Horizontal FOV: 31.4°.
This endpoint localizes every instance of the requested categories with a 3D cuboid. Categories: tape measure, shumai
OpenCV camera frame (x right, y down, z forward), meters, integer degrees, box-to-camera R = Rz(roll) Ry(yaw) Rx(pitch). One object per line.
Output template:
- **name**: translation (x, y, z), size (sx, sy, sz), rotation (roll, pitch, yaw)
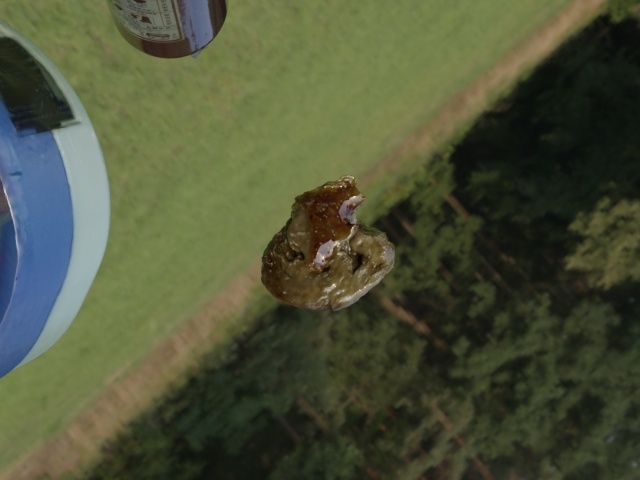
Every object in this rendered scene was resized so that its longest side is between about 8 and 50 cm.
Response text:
- **tape measure**: translation (-0.265, -0.029, 0.710), size (0.259, 0.262, 0.138), rotation (-61, 177, 23)
- **shumai**: translation (-0.004, 0.007, 1.165), size (0.139, 0.105, 0.123), rotation (-19, -153, 45)

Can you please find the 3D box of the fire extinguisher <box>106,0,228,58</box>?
- **fire extinguisher**: translation (-0.095, -0.158, 0.620), size (0.071, 0.099, 0.231), rotation (-44, 175, -9)
